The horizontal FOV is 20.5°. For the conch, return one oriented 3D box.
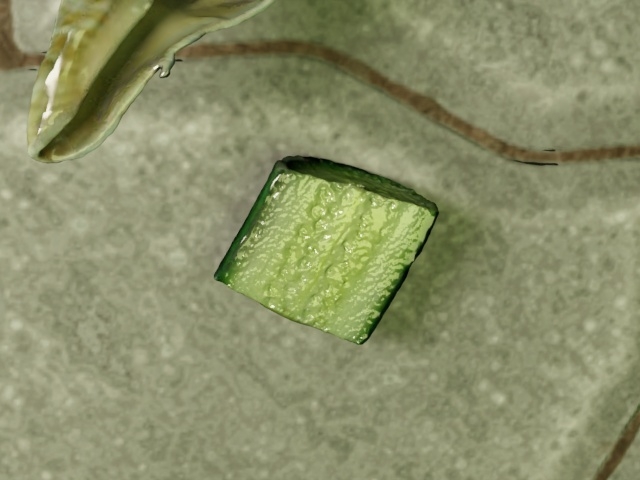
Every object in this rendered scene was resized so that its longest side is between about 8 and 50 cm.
[{"bbox_3d":[-0.085,-0.224,1.013,0.203,0.169,0.386,18,90,-18],"label":"conch"}]

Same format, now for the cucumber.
[{"bbox_3d":[0.000,0.000,1.187,0.116,0.062,0.115,25,100,-16],"label":"cucumber"}]
